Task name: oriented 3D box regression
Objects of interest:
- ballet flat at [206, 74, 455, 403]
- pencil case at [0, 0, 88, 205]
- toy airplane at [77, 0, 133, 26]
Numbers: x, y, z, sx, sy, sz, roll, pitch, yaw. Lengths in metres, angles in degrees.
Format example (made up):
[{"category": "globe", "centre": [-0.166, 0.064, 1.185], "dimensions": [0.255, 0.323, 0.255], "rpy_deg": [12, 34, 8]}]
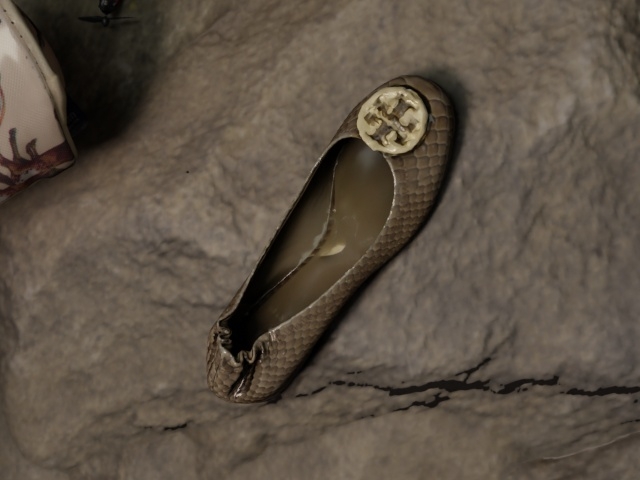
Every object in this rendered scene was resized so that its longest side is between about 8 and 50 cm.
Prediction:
[{"category": "ballet flat", "centre": [0.000, 0.000, 1.264], "dimensions": [0.084, 0.058, 0.250], "rpy_deg": [41, 102, 30]}, {"category": "pencil case", "centre": [-0.364, -0.031, 1.343], "dimensions": [0.410, 0.160, 0.183], "rpy_deg": [-31, 22, -4]}, {"category": "toy airplane", "centre": [-0.148, -0.228, 1.418], "dimensions": [0.151, 0.028, 0.151], "rpy_deg": [-6, 77, 28]}]
